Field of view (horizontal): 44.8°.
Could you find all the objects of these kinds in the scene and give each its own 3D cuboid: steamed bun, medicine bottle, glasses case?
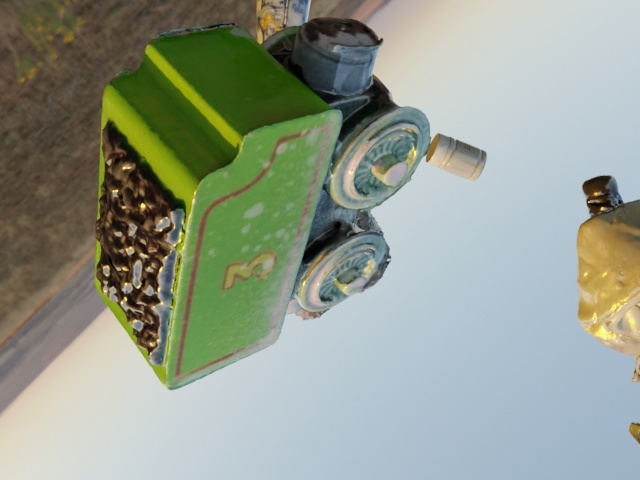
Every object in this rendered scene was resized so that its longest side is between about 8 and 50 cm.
[{"bbox_3d":[0.452,0.057,1.018,0.211,0.218,0.144,-8,-157,-17],"label":"steamed bun"},{"bbox_3d":[0.234,-0.143,1.338,0.058,0.091,0.058,-160,-90,-82],"label":"medicine bottle"},{"bbox_3d":[-0.041,-0.313,0.919,0.087,0.065,0.248,-136,-129,-73],"label":"glasses case"}]

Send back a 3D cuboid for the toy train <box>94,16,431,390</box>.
[{"bbox_3d":[-0.058,-0.039,0.650,0.248,0.173,0.307,-19,143,-35],"label":"toy train"}]

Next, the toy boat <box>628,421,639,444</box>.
[{"bbox_3d":[0.600,0.353,1.278,0.185,0.071,0.089,34,-67,53],"label":"toy boat"}]

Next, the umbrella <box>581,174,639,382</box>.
[{"bbox_3d":[0.511,0.062,1.244,0.106,0.358,0.113,-17,176,2],"label":"umbrella"}]

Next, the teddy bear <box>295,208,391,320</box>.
[{"bbox_3d":[0.018,0.009,0.916,0.182,0.129,0.251,-61,175,-12],"label":"teddy bear"}]
